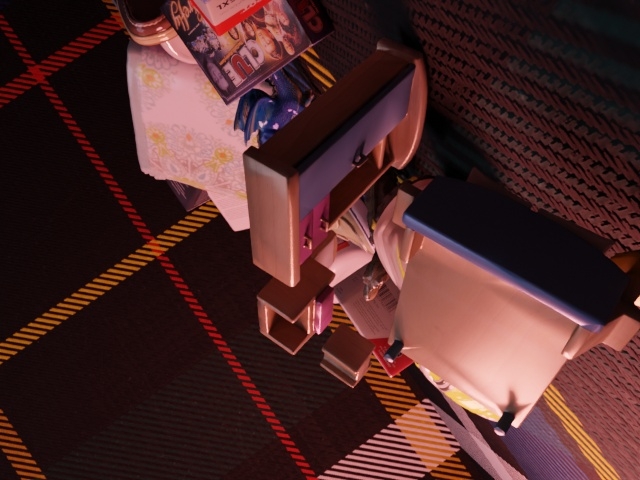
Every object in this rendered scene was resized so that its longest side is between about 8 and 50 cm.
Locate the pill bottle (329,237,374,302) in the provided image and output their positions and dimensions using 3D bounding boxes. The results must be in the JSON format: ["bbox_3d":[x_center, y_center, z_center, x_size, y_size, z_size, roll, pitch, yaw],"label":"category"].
[{"bbox_3d":[0.000,0.000,1.683,0.323,0.181,0.181,52,175,39],"label":"pill bottle"}]

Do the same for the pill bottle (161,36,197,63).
[{"bbox_3d":[-0.265,-0.458,1.154,0.301,0.169,0.169,51,175,37],"label":"pill bottle"}]

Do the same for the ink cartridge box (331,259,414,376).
[{"bbox_3d":[0.125,0.078,0.908,0.128,0.176,0.127,56,178,-7],"label":"ink cartridge box"}]

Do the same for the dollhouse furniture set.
[{"bbox_3d":[0.116,0.019,0.564,0.303,0.198,0.286,31,146,22],"label":"dollhouse furniture set"}]

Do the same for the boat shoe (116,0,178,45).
[{"bbox_3d":[-0.270,-0.454,0.960,0.123,0.123,0.342,59,-156,-67],"label":"boat shoe"}]

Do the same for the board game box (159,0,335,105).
[{"bbox_3d":[-0.104,-0.287,0.828,0.165,0.042,0.243,55,149,-13],"label":"board game box"}]

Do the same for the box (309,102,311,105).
[{"bbox_3d":[-0.014,-0.201,1.255,0.114,0.036,0.207,55,176,-6],"label":"box"}]

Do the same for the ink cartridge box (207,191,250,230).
[{"bbox_3d":[-0.147,-0.155,1.548,0.261,0.296,0.066,57,-146,-35],"label":"ink cartridge box"}]

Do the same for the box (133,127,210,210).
[{"bbox_3d":[-0.319,-0.309,1.727,0.294,0.212,0.395,56,151,4],"label":"box"}]

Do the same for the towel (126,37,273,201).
[{"bbox_3d":[-0.233,-0.236,1.350,0.320,0.090,0.374,15,145,1],"label":"towel"}]

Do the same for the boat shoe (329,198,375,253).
[{"bbox_3d":[0.043,-0.052,1.369,0.302,0.094,0.109,51,174,49],"label":"boat shoe"}]

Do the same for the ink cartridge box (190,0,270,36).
[{"bbox_3d":[-0.073,-0.282,0.590,0.078,0.134,0.231,54,176,8],"label":"ink cartridge box"}]

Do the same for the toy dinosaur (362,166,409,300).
[{"bbox_3d":[0.086,-0.059,0.817,0.118,0.064,0.268,8,-105,-57],"label":"toy dinosaur"}]

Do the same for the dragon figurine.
[{"bbox_3d":[-0.091,-0.196,1.047,0.144,0.289,0.085,13,-158,-29],"label":"dragon figurine"}]

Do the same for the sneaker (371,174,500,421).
[{"bbox_3d":[0.179,0.108,0.751,0.385,0.145,0.147,56,177,-33],"label":"sneaker"}]

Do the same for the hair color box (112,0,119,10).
[{"bbox_3d":[-0.406,-0.625,1.323,0.114,0.185,0.374,54,176,25],"label":"hair color box"}]
